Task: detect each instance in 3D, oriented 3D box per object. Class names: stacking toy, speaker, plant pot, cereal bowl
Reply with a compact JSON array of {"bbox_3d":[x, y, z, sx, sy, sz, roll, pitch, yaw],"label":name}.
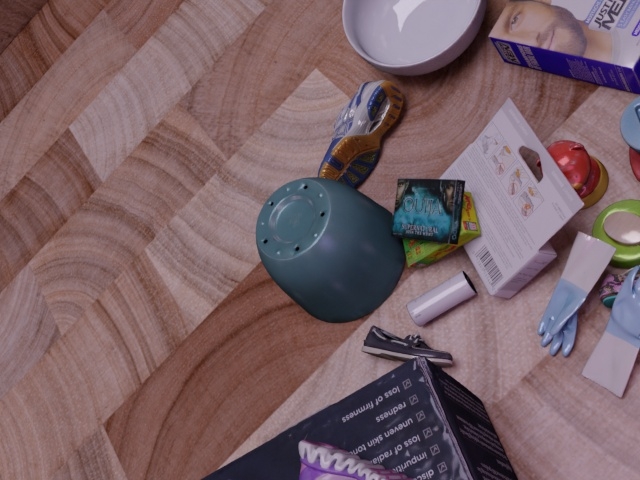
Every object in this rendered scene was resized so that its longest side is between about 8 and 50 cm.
[{"bbox_3d":[0.570,-0.121,1.468,0.309,0.130,0.279,-31,53,18],"label":"stacking toy"},{"bbox_3d":[0.242,0.116,1.614,0.136,0.055,0.055,-33,53,15],"label":"speaker"},{"bbox_3d":[0.000,0.000,1.719,0.293,0.235,0.293,-16,58,27],"label":"plant pot"},{"bbox_3d":[0.230,-0.532,1.880,0.339,0.141,0.339,-7,74,24],"label":"cereal bowl"}]

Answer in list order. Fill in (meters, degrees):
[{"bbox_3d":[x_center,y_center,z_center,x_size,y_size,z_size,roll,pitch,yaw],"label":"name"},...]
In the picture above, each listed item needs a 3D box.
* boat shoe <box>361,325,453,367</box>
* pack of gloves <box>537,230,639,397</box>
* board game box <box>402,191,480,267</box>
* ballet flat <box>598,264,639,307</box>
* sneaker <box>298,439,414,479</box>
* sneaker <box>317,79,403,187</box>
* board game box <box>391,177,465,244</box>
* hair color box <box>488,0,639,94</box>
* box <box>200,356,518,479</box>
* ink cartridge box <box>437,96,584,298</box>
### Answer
[{"bbox_3d":[0.173,0.208,1.602,0.206,0.075,0.065,4,72,40],"label":"boat shoe"},{"bbox_3d":[0.476,0.125,1.405,0.195,0.046,0.232,34,111,45],"label":"pack of gloves"},{"bbox_3d":[0.239,-0.020,1.635,0.181,0.043,0.092,-37,55,49],"label":"board game box"},{"bbox_3d":[0.593,0.073,1.393,0.221,0.077,0.079,-5,60,36],"label":"ballet flat"},{"bbox_3d":[0.054,0.381,1.209,0.236,0.095,0.104,10,79,41],"label":"sneaker"},{"bbox_3d":[0.079,-0.242,1.894,0.296,0.112,0.131,-56,33,-5],"label":"sneaker"},{"bbox_3d":[0.212,-0.062,1.618,0.186,0.026,0.126,8,92,58],"label":"board game box"},{"bbox_3d":[0.542,-0.437,1.666,0.339,0.110,0.185,26,84,41],"label":"hair color box"},{"bbox_3d":[0.108,0.534,1.332,0.480,0.297,0.472,-32,51,16],"label":"box"},{"bbox_3d":[0.366,-0.081,1.564,0.261,0.066,0.296,-51,46,34],"label":"ink cartridge box"}]
